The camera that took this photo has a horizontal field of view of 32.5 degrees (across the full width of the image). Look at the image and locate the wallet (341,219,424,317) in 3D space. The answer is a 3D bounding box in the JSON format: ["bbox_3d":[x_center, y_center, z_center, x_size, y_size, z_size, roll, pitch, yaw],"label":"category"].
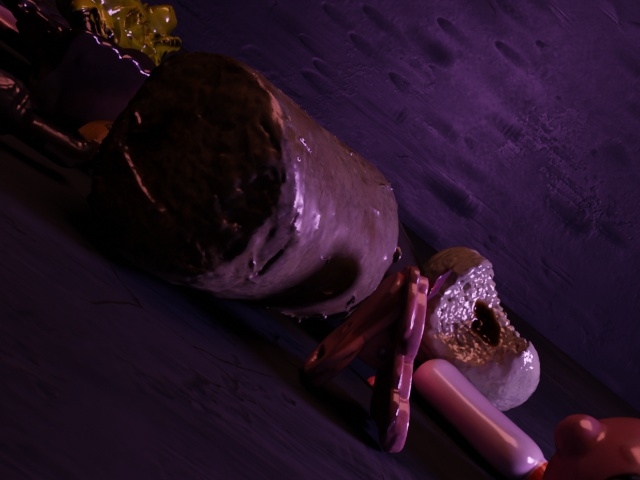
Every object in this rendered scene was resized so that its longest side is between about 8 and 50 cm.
[{"bbox_3d":[0.040,-0.009,1.240,0.169,0.052,0.245,57,27,6],"label":"wallet"}]

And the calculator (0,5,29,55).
[{"bbox_3d":[-0.361,-0.249,1.370,0.166,0.024,0.103,36,8,-35],"label":"calculator"}]

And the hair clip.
[{"bbox_3d":[0.065,0.101,0.971,0.102,0.138,0.123,43,-1,-11],"label":"hair clip"}]

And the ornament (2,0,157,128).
[{"bbox_3d":[-0.269,-0.204,1.246,0.260,0.106,0.251,46,8,39],"label":"ornament"}]

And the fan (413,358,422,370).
[{"bbox_3d":[0.092,0.129,1.421,0.223,0.012,0.294,45,9,30],"label":"fan"}]

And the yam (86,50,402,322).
[{"bbox_3d":[-0.059,-0.035,0.975,0.195,0.195,0.300,43,7,26],"label":"yam"}]

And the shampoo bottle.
[{"bbox_3d":[0.197,0.220,1.220,0.221,0.051,0.108,43,6,27],"label":"shampoo bottle"}]

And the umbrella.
[{"bbox_3d":[-0.280,-0.127,0.887,0.248,0.071,0.071,37,8,-35],"label":"umbrella"}]

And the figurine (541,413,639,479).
[{"bbox_3d":[0.296,0.256,1.075,0.173,0.173,0.173,39,7,-6],"label":"figurine"}]

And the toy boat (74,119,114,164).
[{"bbox_3d":[-0.205,-0.091,1.104,0.049,0.047,0.149,41,7,10],"label":"toy boat"}]

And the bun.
[{"bbox_3d":[0.176,0.117,1.363,0.212,0.126,0.204,56,-12,40],"label":"bun"}]

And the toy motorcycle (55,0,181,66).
[{"bbox_3d":[-0.325,-0.343,1.691,0.342,0.142,0.206,-8,86,-81],"label":"toy motorcycle"}]

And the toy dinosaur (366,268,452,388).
[{"bbox_3d":[0.096,0.077,1.212,0.070,0.139,0.286,39,9,8],"label":"toy dinosaur"}]
